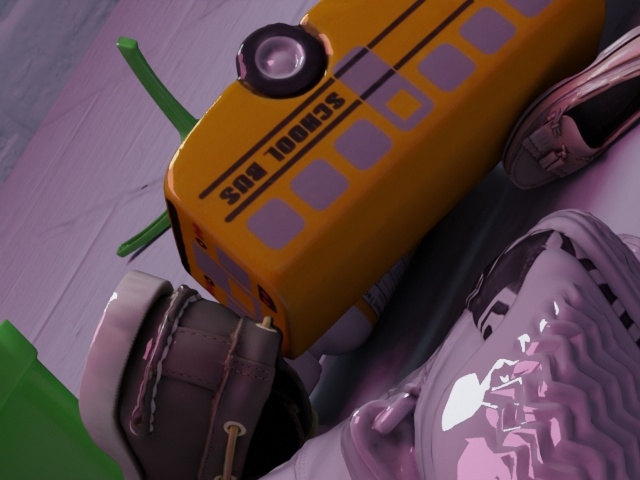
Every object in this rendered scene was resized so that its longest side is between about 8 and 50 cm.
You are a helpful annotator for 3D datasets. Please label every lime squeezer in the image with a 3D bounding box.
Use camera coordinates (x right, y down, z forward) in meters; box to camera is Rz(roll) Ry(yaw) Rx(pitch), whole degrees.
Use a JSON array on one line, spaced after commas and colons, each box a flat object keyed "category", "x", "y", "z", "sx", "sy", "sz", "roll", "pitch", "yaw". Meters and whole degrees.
[{"category": "lime squeezer", "x": -0.150, "y": -0.069, "z": 1.556, "sx": 0.310, "sy": 0.110, "sz": 0.059, "roll": 99, "pitch": 169, "yaw": -50}]

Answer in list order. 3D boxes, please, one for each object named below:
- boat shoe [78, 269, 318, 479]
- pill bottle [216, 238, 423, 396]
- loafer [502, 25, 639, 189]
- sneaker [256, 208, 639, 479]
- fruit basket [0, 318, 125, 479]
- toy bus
[{"category": "boat shoe", "x": -0.053, "y": 0.107, "z": 0.867, "sx": 0.305, "sy": 0.091, "sz": 0.109, "roll": 76, "pitch": -149, "yaw": -68}, {"category": "pill bottle", "x": 0.000, "y": 0.000, "z": 1.007, "sx": 0.208, "sy": 0.117, "sz": 0.117, "roll": -61, "pitch": 19, "yaw": -16}, {"category": "loafer", "x": 0.150, "y": -0.070, "z": 0.870, "sx": 0.125, "sy": 0.045, "sz": 0.039, "roll": -43, "pitch": 28, "yaw": 25}, {"category": "sneaker", "x": 0.045, "y": 0.104, "z": 0.483, "sx": 0.210, "sy": 0.137, "sz": 0.366, "roll": -40, "pitch": -7, "yaw": 11}, {"category": "fruit basket", "x": -0.330, "y": 0.196, "z": 1.052, "sx": 0.392, "sy": 0.392, "sz": 0.283, "roll": -58, "pitch": 6, "yaw": -9}, {"category": "toy bus", "x": 0.053, "y": -0.095, "z": 0.913, "sx": 0.332, "sy": 0.130, "sz": 0.108, "roll": -43, "pitch": -21, "yaw": -17}]
